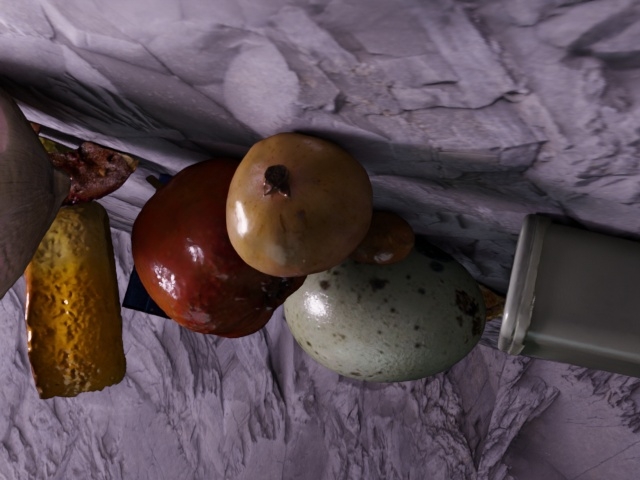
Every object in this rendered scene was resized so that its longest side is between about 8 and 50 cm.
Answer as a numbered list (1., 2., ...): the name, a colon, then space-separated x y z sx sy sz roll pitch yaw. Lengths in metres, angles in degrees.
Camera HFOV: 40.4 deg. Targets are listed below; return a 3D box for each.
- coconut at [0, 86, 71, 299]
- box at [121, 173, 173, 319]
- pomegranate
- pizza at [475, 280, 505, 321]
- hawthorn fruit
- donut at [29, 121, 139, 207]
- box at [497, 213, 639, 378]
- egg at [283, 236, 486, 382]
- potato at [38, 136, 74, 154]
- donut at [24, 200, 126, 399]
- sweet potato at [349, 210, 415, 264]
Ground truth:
1. coconut: -0.565 -0.073 1.298 0.405 0.404 0.404 16 173 2
2. box: -0.330 0.020 1.838 0.116 0.278 0.261 15 173 -9
3. pomegranate: -0.028 -0.042 1.092 0.191 0.191 0.191 16 173 2
4. pizza: 0.353 0.148 2.099 0.229 0.081 0.289 17 171 -10
5. hawthorn fruit: -0.174 -0.012 1.397 0.330 0.287 0.287 39 -177 26
6. donut: -0.504 -0.132 1.630 0.295 0.151 0.112 17 -177 -13
7. box: 0.440 0.108 1.254 0.344 0.177 0.352 13 172 12
8. egg: 0.116 0.120 1.617 0.380 0.287 0.287 -2 167 18
9. potato: -0.558 -0.170 1.799 0.120 0.054 0.198 13 173 5
10. donut: -0.481 0.091 1.725 0.164 0.377 0.435 -5 -161 -11
11. sweet potato: 0.032 -0.018 1.488 0.292 0.097 0.097 11 171 26
